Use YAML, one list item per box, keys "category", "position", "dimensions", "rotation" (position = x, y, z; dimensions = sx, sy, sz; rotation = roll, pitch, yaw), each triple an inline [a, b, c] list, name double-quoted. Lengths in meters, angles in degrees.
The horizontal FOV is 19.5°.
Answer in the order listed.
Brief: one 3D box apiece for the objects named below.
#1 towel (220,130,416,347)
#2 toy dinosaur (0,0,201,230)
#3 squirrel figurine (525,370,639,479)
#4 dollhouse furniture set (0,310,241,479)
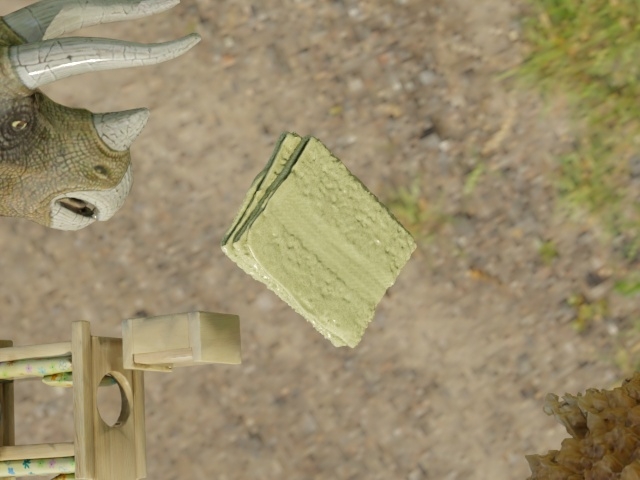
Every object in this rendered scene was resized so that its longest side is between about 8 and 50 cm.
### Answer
- category: "towel"
  position: [0.000, 0.000, 1.341]
  dimensions: [0.148, 0.110, 0.027]
  rotation: [41, 164, -32]
- category: "toy dinosaur"
  position: [-0.184, -0.027, 0.422]
  dimensions: [0.121, 0.313, 0.160]
  rotation: [42, 111, 27]
- category: "squirrel figurine"
  position: [0.287, 0.214, 0.947]
  dimensions: [0.397, 0.370, 0.281]
  rotation: [36, 164, -18]
- category: "dollhouse furniture set"
  position: [-0.163, 0.095, 1.043]
  dimensions: [0.182, 0.161, 0.101]
  rotation: [-8, 81, 32]
